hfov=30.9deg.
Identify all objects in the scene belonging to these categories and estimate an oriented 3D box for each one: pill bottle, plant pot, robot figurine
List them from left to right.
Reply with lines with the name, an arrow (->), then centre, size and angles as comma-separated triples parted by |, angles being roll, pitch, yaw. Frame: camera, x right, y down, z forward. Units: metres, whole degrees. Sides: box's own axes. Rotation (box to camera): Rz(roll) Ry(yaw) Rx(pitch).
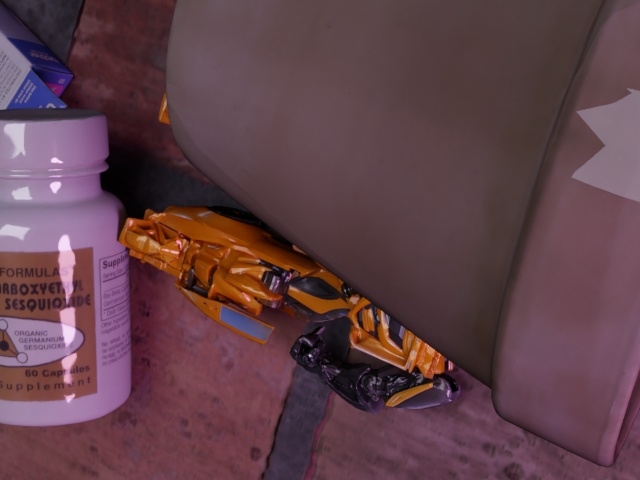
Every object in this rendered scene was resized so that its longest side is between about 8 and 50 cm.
pill bottle -> -0.214, 0.016, 0.898 | 0.131, 0.131, 0.229 | 7, 104, 29
robot figurine -> 0.000, 0.000, 0.827 | 0.291, 0.085, 0.211 | 23, 102, 27
plant pot -> 0.084, -0.083, 0.626 | 0.280, 0.323, 0.323 | 22, 100, 19

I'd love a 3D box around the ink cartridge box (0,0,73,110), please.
ink cartridge box -> -0.343, -0.140, 1.031 | 0.311, 0.065, 0.186 | 45, 109, 24
